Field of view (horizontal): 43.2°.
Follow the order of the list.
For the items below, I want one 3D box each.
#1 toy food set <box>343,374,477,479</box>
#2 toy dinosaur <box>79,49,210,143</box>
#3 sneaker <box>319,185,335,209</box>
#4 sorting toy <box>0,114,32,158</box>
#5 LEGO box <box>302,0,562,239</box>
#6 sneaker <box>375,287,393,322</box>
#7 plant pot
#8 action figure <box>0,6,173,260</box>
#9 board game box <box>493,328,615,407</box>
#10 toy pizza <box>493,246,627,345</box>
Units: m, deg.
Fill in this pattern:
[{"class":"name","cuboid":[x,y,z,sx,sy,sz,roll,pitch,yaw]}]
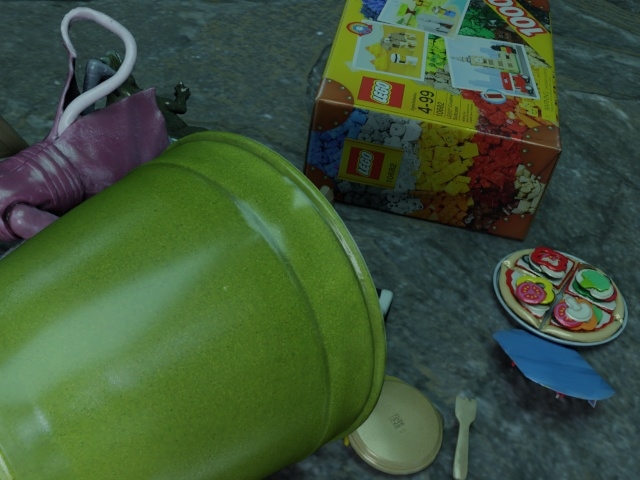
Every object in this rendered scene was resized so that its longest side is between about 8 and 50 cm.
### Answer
[{"class":"toy food set","cuboid":[0.089,0.225,0.984,0.191,0.039,0.132,17,50,-1]},{"class":"toy dinosaur","cuboid":[-0.228,-0.158,1.261,0.313,0.121,0.160,45,35,4]},{"class":"sneaker","cuboid":[0.000,0.000,1.192,0.071,0.066,0.188,27,48,-7]},{"class":"sorting toy","cuboid":[-0.582,-0.142,1.110,0.307,0.229,0.041,-9,79,-2]},{"class":"LEGO box","cuboid":[0.198,-0.264,1.401,0.372,0.193,0.500,12,43,1]},{"class":"sneaker","cuboid":[0.020,0.103,1.029,0.121,0.079,0.217,13,11,9]},{"class":"plant pot","cuboid":[-0.186,0.123,0.765,0.366,0.367,0.353,35,43,25]},{"class":"action figure","cuboid":[-0.341,-0.080,1.043,0.248,0.276,0.370,29,49,18]},{"class":"board game box","cuboid":[0.299,0.173,1.065,0.133,0.033,0.169,11,20,-18]},{"class":"toy pizza","cuboid":[0.354,0.073,1.185,0.201,0.032,0.201,6,40,-5]}]
